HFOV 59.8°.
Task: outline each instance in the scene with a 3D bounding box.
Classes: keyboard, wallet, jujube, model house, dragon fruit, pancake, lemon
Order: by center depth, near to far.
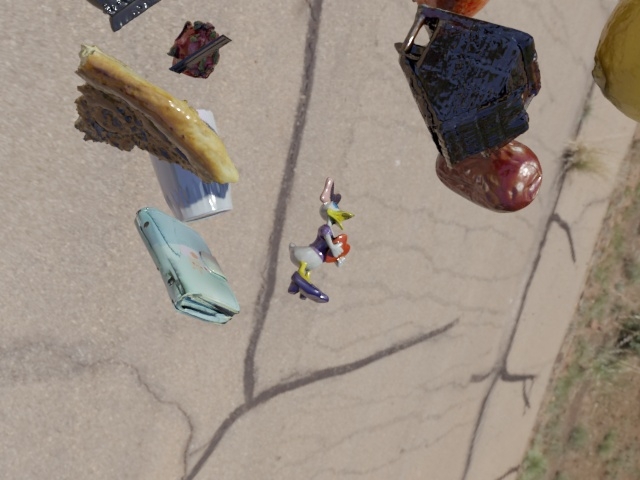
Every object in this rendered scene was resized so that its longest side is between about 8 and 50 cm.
[{"bbox_3d":[-0.269,-0.157,0.804,0.266,0.244,0.057,53,45,-37],"label":"pancake"},{"bbox_3d":[0.608,-0.321,0.914,0.293,0.293,0.293,-24,124,-41],"label":"lemon"},{"bbox_3d":[-0.272,0.053,1.133,0.075,0.250,0.176,-42,145,8],"label":"wallet"},{"bbox_3d":[0.312,-0.302,1.233,0.317,0.297,0.283,33,75,-64],"label":"model house"},{"bbox_3d":[-0.353,-0.545,1.632,0.010,0.198,0.063,65,16,3],"label":"keyboard"},{"bbox_3d":[0.495,-0.203,1.652,0.223,0.318,0.223,-17,117,-36],"label":"jujube"},{"bbox_3d":[-0.392,-0.606,1.751,0.166,0.160,0.172,-5,124,-50],"label":"dragon fruit"}]

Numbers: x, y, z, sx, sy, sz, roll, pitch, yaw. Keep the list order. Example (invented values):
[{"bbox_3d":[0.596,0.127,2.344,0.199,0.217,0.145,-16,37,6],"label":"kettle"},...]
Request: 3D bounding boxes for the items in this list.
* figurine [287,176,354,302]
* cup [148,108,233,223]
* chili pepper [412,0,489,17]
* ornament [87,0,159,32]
[{"bbox_3d":[0.002,0.005,1.861,0.421,0.193,0.154,-62,156,-16],"label":"figurine"},{"bbox_3d":[-0.449,-0.259,1.933,0.253,0.253,0.372,-18,91,-44],"label":"cup"},{"bbox_3d":[0.314,-0.623,1.154,0.251,0.229,0.305,-54,-176,-10],"label":"chili pepper"},{"bbox_3d":[-0.573,-0.747,1.544,0.251,0.106,0.260,-33,127,0],"label":"ornament"}]
